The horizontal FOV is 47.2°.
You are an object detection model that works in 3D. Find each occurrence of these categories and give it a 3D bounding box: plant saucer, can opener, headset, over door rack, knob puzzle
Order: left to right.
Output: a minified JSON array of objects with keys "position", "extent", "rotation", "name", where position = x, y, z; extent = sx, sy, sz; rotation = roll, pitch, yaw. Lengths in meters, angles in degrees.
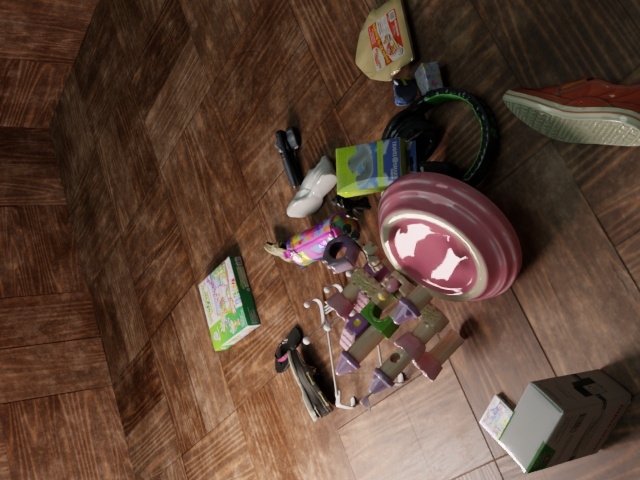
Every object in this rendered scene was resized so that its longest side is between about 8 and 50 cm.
[{"position":[-0.091,-0.240,2.138],"extent":[0.073,0.059,0.186],"rotation":[-23,74,50],"name":"can opener"},{"position":[0.067,0.263,1.927],"extent":[0.239,0.108,0.324],"rotation":[-39,62,48],"name":"over door rack"},{"position":[0.157,-0.484,1.820],"extent":[0.213,0.030,0.213],"rotation":[6,98,52],"name":"knob puzzle"},{"position":[0.207,-0.179,1.648],"extent":[0.394,0.185,0.243],"rotation":[-39,61,34],"name":"headset"},{"position":[0.252,0.011,1.540],"extent":[0.332,0.084,0.332],"rotation":[28,145,22],"name":"plant saucer"}]

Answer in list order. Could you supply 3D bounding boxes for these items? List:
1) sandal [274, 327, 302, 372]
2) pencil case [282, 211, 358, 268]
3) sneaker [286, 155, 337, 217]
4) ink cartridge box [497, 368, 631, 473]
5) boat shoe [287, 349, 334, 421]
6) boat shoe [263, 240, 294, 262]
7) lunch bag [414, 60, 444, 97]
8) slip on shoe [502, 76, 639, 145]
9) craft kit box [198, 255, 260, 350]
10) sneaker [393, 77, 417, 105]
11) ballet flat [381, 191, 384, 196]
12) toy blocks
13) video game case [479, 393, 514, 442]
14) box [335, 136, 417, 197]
[{"position":[-0.109,0.331,2.214],"extent":[0.067,0.040,0.179],"rotation":[54,132,35],"name":"sandal"},{"position":[0.000,0.000,2.004],"extent":[0.236,0.105,0.104],"rotation":[-29,70,49],"name":"pencil case"},{"position":[-0.026,-0.150,2.060],"extent":[0.212,0.080,0.094],"rotation":[-45,46,36],"name":"sneaker"},{"position":[0.450,0.328,1.347],"extent":[0.087,0.209,0.153],"rotation":[47,127,44],"name":"ink cartridge box"},{"position":[-0.031,0.405,2.099],"extent":[0.081,0.069,0.227],"rotation":[70,176,-57],"name":"boat shoe"},{"position":[-0.117,0.025,2.202],"extent":[0.135,0.050,0.045],"rotation":[24,108,39],"name":"boat shoe"},{"position":[0.249,-0.364,1.689],"extent":[0.083,0.053,0.071],"rotation":[131,129,-74],"name":"lunch bag"},{"position":[0.480,-0.250,1.365],"extent":[0.331,0.123,0.101],"rotation":[22,77,55],"name":"slip on shoe"},{"position":[-0.311,0.213,2.463],"extent":[0.247,0.061,0.249],"rotation":[-42,60,49],"name":"craft kit box"},{"position":[0.199,-0.341,1.722],"extent":[0.144,0.053,0.059],"rotation":[-83,-8,-63],"name":"sneaker"},{"position":[0.177,-0.072,1.794],"extent":[0.070,0.070,0.188],"rotation":[-16,80,52],"name":"ballet flat"},{"position":[0.106,0.189,1.632],"extent":[0.260,0.309,0.288],"rotation":[-45,50,-4],"name":"toy blocks"},{"position":[0.402,0.403,1.575],"extent":[0.122,0.011,0.087],"rotation":[47,128,41],"name":"video game case"},{"position":[0.122,-0.161,1.614],"extent":[0.178,0.042,0.108],"rotation":[-7,78,28],"name":"box"}]
